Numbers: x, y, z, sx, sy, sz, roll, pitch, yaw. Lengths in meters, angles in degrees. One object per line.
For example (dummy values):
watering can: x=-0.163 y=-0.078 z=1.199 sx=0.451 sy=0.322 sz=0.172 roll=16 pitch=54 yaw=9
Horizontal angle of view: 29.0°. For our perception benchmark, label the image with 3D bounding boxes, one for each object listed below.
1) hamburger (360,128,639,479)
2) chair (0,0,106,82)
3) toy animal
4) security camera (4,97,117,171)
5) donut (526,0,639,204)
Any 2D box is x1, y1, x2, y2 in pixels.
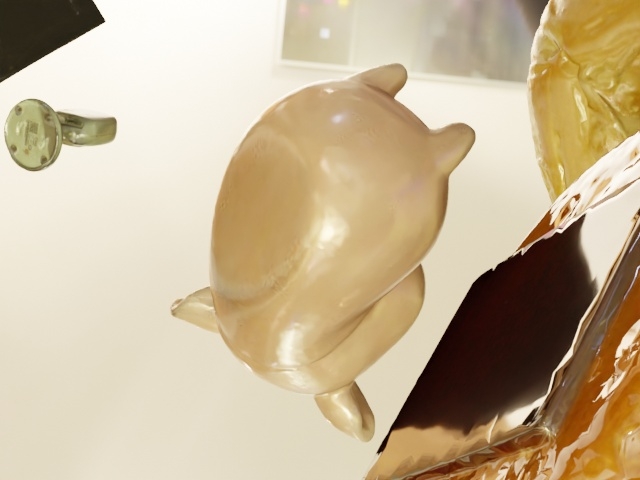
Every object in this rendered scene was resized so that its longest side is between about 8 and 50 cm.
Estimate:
hamburger: x=0.157 y=0.106 z=0.497 sx=0.291 sy=0.225 sz=0.291 roll=-54 pitch=8 yaw=12
chair: x=-0.269 y=-0.202 z=0.992 sx=0.141 sy=0.154 sz=0.260 roll=59 pitch=160 yaw=-13
toy animal: x=0.002 y=0.009 z=0.816 sx=0.154 sy=0.166 sz=0.250 roll=-25 pitch=-31 yaw=-30
security camera: x=-0.195 y=-0.083 z=0.956 sx=0.092 sy=0.058 sz=0.058 roll=-14 pitch=-69 yaw=-61
donut: x=0.372 y=-0.102 z=1.087 sx=0.198 sy=0.449 sz=0.449 roll=-19 pitch=-57 yaw=-40
